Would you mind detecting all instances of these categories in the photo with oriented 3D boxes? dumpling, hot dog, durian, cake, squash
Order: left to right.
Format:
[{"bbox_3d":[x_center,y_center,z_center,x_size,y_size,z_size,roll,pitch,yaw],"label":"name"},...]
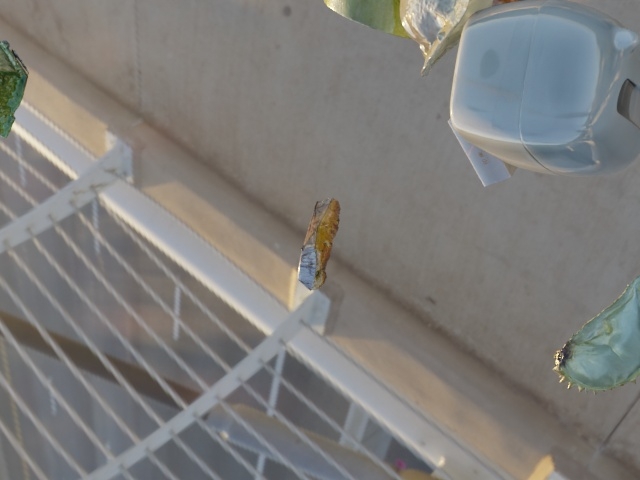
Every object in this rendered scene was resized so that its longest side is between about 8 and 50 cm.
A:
[{"bbox_3d":[-0.474,-0.176,0.948,0.100,0.235,0.099,49,131,31],"label":"cake"},{"bbox_3d":[0.000,0.000,1.875,0.069,0.252,0.131,12,137,2],"label":"hot dog"},{"bbox_3d":[0.122,-0.506,1.658,0.237,0.204,0.155,21,114,4],"label":"squash"},{"bbox_3d":[0.215,-0.411,1.490,0.175,0.243,0.227,23,100,22],"label":"dumpling"},{"bbox_3d":[0.523,0.164,1.471,0.139,0.144,0.252,38,117,-21],"label":"durian"}]

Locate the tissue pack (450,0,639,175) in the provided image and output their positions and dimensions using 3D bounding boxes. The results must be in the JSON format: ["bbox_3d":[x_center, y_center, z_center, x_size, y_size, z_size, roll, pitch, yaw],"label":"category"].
[{"bbox_3d":[0.360,-0.213,1.203,0.236,0.333,0.229,11,92,35],"label":"tissue pack"}]

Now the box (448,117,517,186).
[{"bbox_3d":[0.347,-0.228,1.584,0.067,0.233,0.149,-15,112,41],"label":"box"}]

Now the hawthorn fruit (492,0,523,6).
[{"bbox_3d":[0.365,-0.585,1.820,0.210,0.210,0.262,32,160,28],"label":"hawthorn fruit"}]
